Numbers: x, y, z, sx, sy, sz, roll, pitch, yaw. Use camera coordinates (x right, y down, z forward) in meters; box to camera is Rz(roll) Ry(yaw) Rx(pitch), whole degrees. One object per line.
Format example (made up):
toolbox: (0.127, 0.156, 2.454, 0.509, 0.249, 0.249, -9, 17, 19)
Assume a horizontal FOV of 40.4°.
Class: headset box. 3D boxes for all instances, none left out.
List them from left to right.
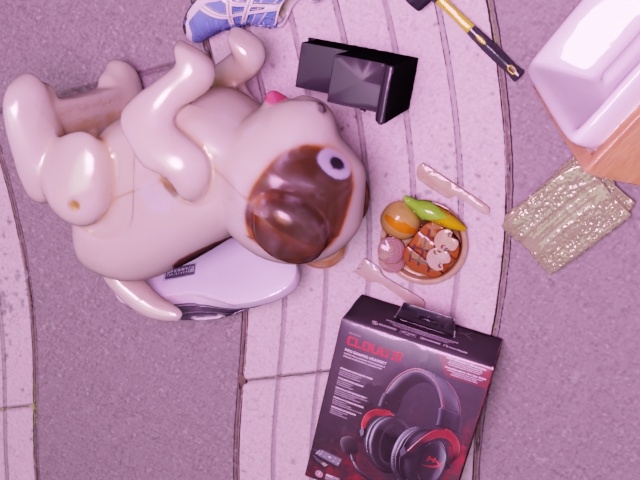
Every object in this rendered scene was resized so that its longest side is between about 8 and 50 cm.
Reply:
headset box: (0.120, 0.226, 1.239, 0.218, 0.110, 0.293, 18, 110, 13)

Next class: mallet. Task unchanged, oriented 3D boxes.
mallet: (0.193, -0.282, 1.112, 0.190, 0.039, 0.062, 37, 111, 0)

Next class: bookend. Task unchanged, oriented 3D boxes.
bookend: (0.031, -0.208, 1.117, 0.156, 0.157, 0.072, 14, 109, 13)

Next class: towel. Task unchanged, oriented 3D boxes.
towel: (0.324, -0.034, 1.144, 0.110, 0.027, 0.148, 46, 112, 0)

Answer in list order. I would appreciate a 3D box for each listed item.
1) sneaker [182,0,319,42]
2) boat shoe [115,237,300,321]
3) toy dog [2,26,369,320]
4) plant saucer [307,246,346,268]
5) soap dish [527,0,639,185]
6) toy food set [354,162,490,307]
sneaker: (-0.094, -0.315, 1.167, 0.211, 0.080, 0.081, -25, 94, 24)
boat shoe: (-0.157, 0.071, 1.292, 0.301, 0.102, 0.108, -9, 58, 22)
toy dog: (-0.144, -0.072, 1.107, 0.408, 0.284, 0.395, 2, 98, 23)
plant saucer: (0.000, 0.000, 1.264, 0.084, 0.015, 0.083, 5, 107, 17)
soap dish: (0.356, -0.200, 0.957, 0.118, 0.291, 0.229, 33, 114, -14)
toy food set: (0.137, 0.003, 1.208, 0.132, 0.038, 0.192, 32, 113, 7)
